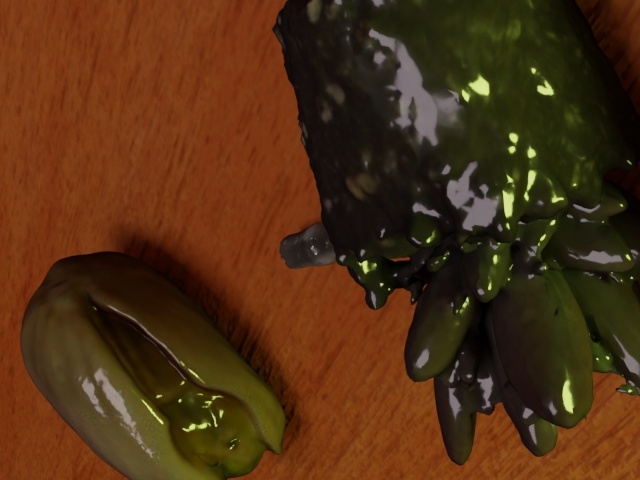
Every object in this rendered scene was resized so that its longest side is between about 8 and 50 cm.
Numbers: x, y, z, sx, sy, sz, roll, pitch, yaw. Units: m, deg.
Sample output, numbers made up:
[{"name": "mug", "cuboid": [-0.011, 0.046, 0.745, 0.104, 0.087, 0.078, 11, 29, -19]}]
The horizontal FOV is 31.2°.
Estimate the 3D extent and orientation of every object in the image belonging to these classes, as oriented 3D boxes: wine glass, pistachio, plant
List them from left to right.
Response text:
[{"name": "pistachio", "cuboid": [-0.168, 0.134, 1.104, 0.288, 0.166, 0.197, 49, 167, 0]}, {"name": "wine glass", "cuboid": [0.000, 0.000, 0.918, 0.083, 0.039, 0.042, -15, 109, 56]}, {"name": "plant", "cuboid": [0.098, -0.019, 0.684, 0.194, 0.182, 0.320, -11, 104, 54]}]
